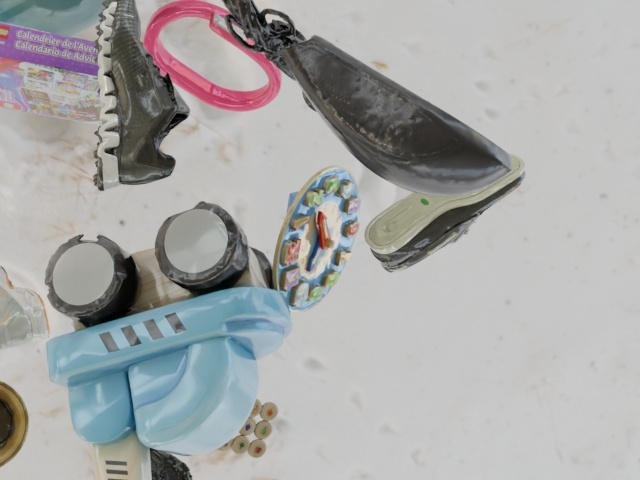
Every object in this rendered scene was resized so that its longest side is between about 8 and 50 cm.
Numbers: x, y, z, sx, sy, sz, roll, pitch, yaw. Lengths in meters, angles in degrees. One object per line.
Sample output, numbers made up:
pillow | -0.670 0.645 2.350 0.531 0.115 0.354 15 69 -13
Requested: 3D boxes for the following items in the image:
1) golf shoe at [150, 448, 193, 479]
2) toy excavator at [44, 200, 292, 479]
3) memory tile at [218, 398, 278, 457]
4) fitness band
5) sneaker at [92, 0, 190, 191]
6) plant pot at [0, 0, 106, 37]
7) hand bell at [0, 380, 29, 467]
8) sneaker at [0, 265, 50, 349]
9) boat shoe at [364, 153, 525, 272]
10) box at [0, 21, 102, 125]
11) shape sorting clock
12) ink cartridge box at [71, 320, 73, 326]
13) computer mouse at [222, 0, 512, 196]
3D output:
golf shoe | -0.276 0.368 1.445 0.077 0.094 0.198 -42 109 -39
toy excavator | -0.225 0.229 1.096 0.433 0.445 0.222 -17 158 5
memory tile | -0.153 0.342 1.662 0.148 0.012 0.113 19 89 -29
fitness band | -0.208 -0.359 1.757 0.291 0.209 0.054 32 51 -33
sneaker | -0.201 -0.169 1.012 0.106 0.078 0.234 0 79 -11
plant pot | -0.451 -0.502 1.591 0.271 0.255 0.272 11 75 -50
hand bell | -0.475 0.266 1.303 0.126 0.242 0.126 2 80 -10
sneaker | -0.554 0.100 1.440 0.121 0.262 0.099 -22 123 -43
boat shoe | 0.171 -0.039 1.195 0.233 0.084 0.079 -32 131 0
box | -0.424 -0.259 1.438 0.201 0.293 0.057 9 81 -18
shape sorting clock | 0.000 0.000 1.202 0.206 0.040 0.206 -35 136 -43
ink cartridge box | -0.404 0.088 1.602 0.090 0.143 0.092 -2 68 -15
computer mouse | 0.035 -0.108 0.759 0.072 0.272 0.188 -58 157 8
